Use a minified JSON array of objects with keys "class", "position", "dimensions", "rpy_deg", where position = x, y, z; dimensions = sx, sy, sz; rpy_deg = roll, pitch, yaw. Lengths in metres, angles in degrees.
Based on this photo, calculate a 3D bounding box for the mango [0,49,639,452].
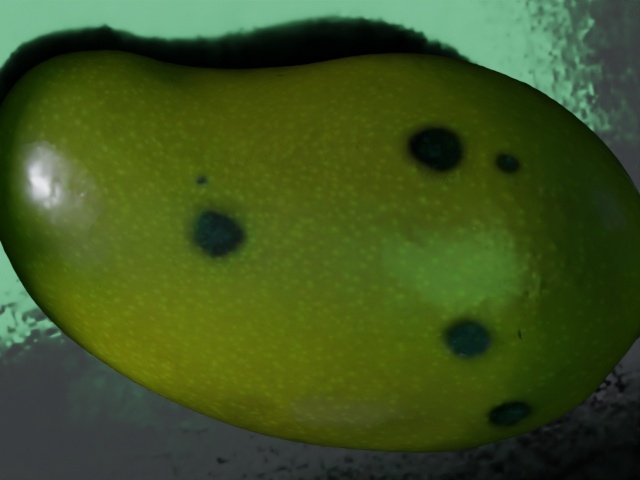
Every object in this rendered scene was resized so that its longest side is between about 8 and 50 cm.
[{"class":"mango","position":[0.000,0.000,0.855],"dimensions":[0.293,0.143,0.175],"rpy_deg":[11,99,-3]}]
